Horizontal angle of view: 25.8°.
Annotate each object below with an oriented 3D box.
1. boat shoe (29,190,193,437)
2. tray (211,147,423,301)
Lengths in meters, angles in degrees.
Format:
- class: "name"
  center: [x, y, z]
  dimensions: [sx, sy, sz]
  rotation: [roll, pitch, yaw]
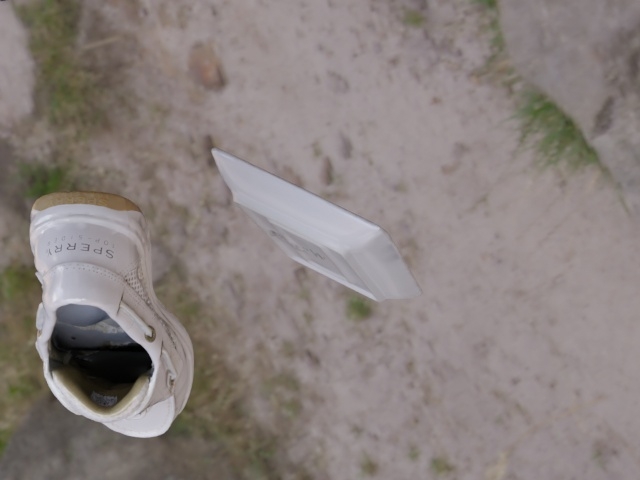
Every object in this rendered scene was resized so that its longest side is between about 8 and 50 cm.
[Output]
- class: "boat shoe"
  center: [-0.146, 0.080, 0.941]
  dimensions: [0.277, 0.098, 0.096]
  rotation: [81, -172, -57]
- class: "tray"
  center: [0.000, 0.000, 1.121]
  dimensions: [0.145, 0.030, 0.270]
  rotation: [27, 174, 15]
